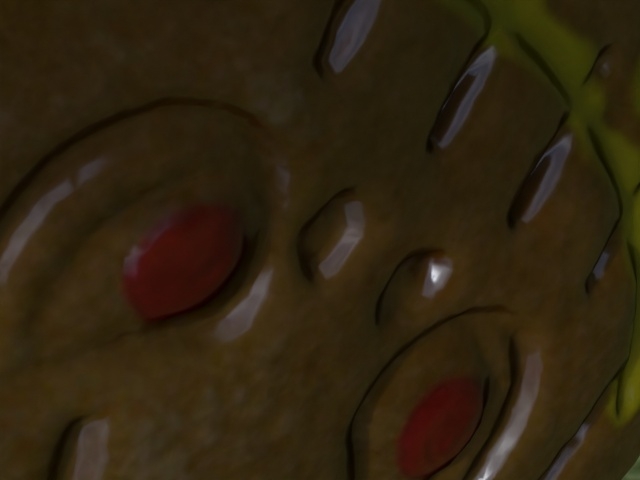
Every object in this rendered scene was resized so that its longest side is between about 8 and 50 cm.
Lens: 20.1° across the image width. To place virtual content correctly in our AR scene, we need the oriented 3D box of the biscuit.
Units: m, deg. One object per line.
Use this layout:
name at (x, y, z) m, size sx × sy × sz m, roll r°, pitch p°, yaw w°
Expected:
biscuit at (0.005, 0.004, 0.570) m, size 0.070 × 0.394 × 0.350 m, roll 30°, pitch 94°, yaw 44°
